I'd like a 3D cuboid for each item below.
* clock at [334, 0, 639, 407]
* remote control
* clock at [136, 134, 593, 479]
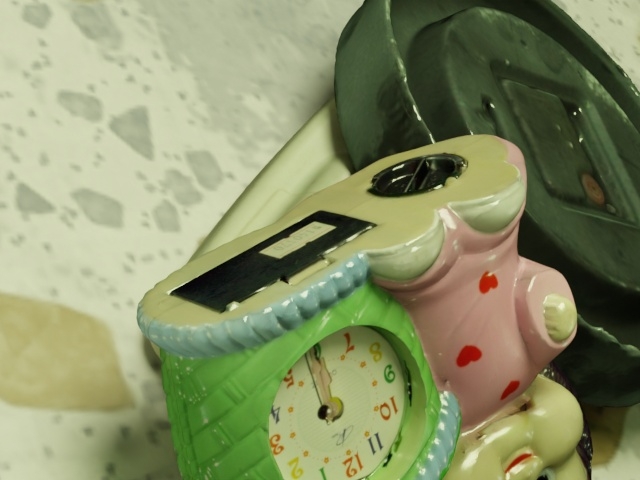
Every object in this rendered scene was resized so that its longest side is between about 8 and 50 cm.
[{"bbox_3d":[0.121,-0.037,0.858,0.280,0.055,0.280,31,37,-27],"label":"clock"},{"bbox_3d":[-0.001,0.000,0.776,0.090,0.049,0.230,42,40,-4],"label":"remote control"},{"bbox_3d":[0.029,0.076,0.662,0.194,0.100,0.195,-30,116,-24],"label":"clock"}]
